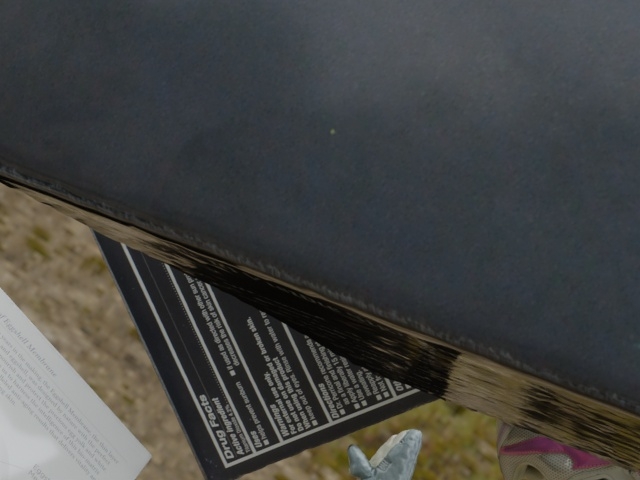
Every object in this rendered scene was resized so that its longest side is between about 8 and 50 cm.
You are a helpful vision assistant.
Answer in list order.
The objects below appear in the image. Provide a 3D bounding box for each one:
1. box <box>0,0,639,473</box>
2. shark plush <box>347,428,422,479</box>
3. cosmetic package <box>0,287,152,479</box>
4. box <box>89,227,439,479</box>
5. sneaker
[{"bbox_3d":[0.182,-0.036,0.695,0.480,0.297,0.472,20,-5,28],"label":"box"},{"bbox_3d":[0.062,0.259,1.457,0.073,0.067,0.161,57,33,-34],"label":"shark plush"},{"bbox_3d":[-0.287,0.173,1.108,0.224,0.138,0.225,51,45,-15],"label":"cosmetic package"},{"bbox_3d":[0.000,0.000,1.208,0.296,0.294,0.183,66,19,-1],"label":"box"},{"bbox_3d":[0.240,0.158,1.159,0.103,0.111,0.252,6,-3,-42],"label":"sneaker"}]
